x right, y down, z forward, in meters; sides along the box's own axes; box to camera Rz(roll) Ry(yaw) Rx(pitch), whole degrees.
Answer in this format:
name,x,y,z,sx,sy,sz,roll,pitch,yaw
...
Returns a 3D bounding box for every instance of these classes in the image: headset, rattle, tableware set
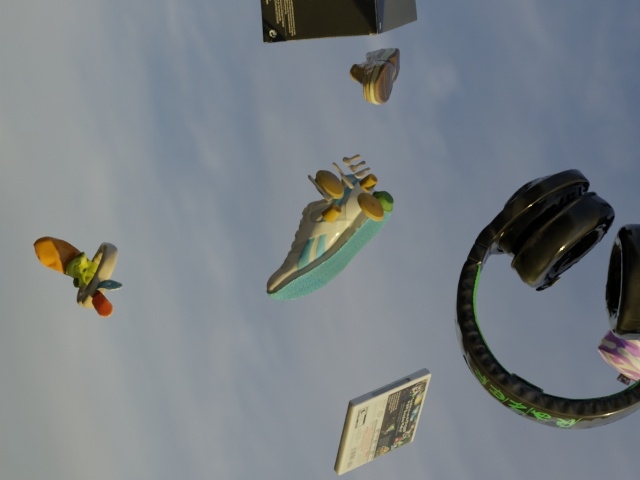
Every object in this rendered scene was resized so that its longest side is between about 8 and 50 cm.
name,x,y,z,sx,sy,sz,roll,pitch,yaw
headset,0.303,0.024,1.562,0.243,0.394,0.185,29,-18,12
rattle,-0.428,0.054,2.537,0.143,0.130,0.200,44,14,-20
tableware set,0.042,-0.061,1.978,0.024,0.154,0.104,-43,-98,32

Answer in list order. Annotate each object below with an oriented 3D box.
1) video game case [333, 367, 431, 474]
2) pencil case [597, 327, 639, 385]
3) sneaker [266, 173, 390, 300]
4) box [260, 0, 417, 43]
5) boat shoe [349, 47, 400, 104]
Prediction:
name,x,y,z,sx,sy,sz,roll,pitch,yaw
video game case,0.110,0.326,2.586,0.022,0.173,0.190,47,-37,35
pencil case,0.431,0.086,1.797,0.088,0.206,0.086,32,-6,32
sneaker,0.000,0.000,2.188,0.092,0.228,0.087,49,6,24
box,0.033,-0.375,2.257,0.261,0.184,0.103,-39,127,-69
boat shoe,0.083,-0.270,2.369,0.190,0.072,0.068,-60,153,-66
